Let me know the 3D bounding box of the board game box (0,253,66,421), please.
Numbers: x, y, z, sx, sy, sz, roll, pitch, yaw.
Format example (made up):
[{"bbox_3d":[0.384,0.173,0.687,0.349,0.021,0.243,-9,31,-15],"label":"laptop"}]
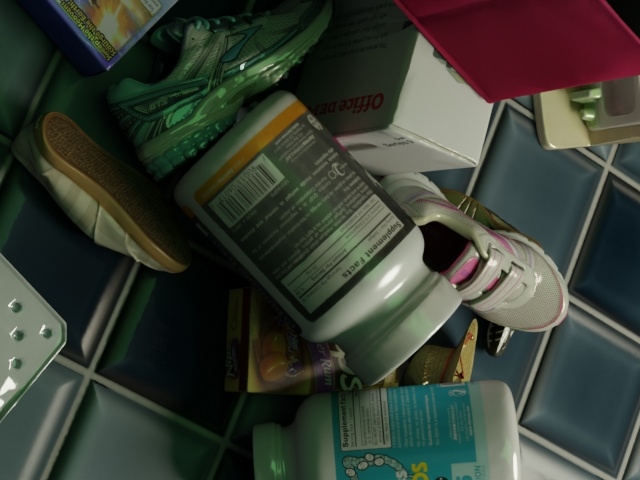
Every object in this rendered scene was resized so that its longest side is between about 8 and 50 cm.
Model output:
[{"bbox_3d":[-0.470,0.094,1.622,0.390,0.050,0.390,50,64,-26],"label":"board game box"}]

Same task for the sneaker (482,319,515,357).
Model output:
[{"bbox_3d":[0.216,0.082,2.072,0.044,0.040,0.109,28,73,-30],"label":"sneaker"}]

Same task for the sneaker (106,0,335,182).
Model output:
[{"bbox_3d":[-0.098,-0.190,1.860,0.122,0.110,0.283,49,61,-9],"label":"sneaker"}]

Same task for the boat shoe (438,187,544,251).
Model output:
[{"bbox_3d":[0.175,-0.010,2.048,0.152,0.049,0.056,33,89,-14],"label":"boat shoe"}]

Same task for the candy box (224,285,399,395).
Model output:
[{"bbox_3d":[-0.006,0.109,1.927,0.187,0.053,0.109,6,83,-32],"label":"candy box"}]

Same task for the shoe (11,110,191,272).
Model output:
[{"bbox_3d":[-0.213,-0.041,1.814,0.219,0.058,0.076,45,35,-26],"label":"shoe"}]

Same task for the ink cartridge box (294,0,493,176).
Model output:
[{"bbox_3d":[0.092,-0.219,1.917,0.122,0.211,0.289,22,76,-30],"label":"ink cartridge box"}]

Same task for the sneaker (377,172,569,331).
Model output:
[{"bbox_3d":[0.159,0.029,1.969,0.252,0.111,0.103,30,107,-14],"label":"sneaker"}]

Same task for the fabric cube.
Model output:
[{"bbox_3d":[0.219,-0.310,1.725,0.259,0.258,0.254,43,65,-23],"label":"fabric cube"}]

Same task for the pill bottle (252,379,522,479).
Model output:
[{"bbox_3d":[0.066,0.221,1.866,0.264,0.146,0.146,-5,89,2],"label":"pill bottle"}]

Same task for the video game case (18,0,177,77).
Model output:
[{"bbox_3d":[-0.229,-0.340,1.814,0.269,0.061,0.244,50,63,-19],"label":"video game case"}]

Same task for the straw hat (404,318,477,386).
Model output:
[{"bbox_3d":[0.124,0.147,1.996,0.061,0.144,0.144,13,77,11],"label":"straw hat"}]

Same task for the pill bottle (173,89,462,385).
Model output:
[{"bbox_3d":[0.000,0.000,1.831,0.278,0.162,0.162,47,64,-2],"label":"pill bottle"}]

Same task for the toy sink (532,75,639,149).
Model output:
[{"bbox_3d":[0.375,-0.193,2.134,0.234,0.131,0.152,-6,89,-31],"label":"toy sink"}]
